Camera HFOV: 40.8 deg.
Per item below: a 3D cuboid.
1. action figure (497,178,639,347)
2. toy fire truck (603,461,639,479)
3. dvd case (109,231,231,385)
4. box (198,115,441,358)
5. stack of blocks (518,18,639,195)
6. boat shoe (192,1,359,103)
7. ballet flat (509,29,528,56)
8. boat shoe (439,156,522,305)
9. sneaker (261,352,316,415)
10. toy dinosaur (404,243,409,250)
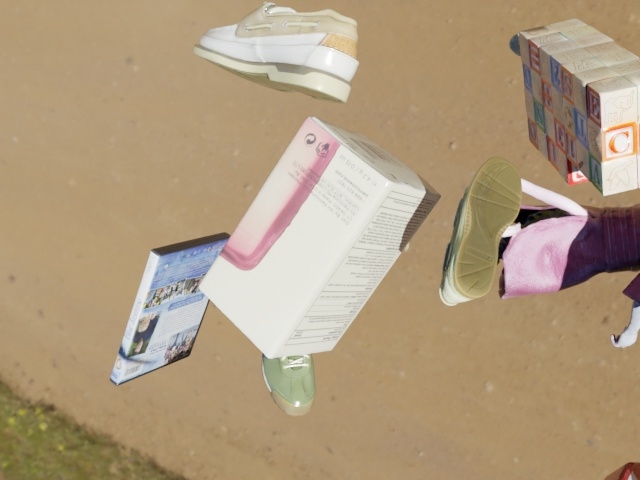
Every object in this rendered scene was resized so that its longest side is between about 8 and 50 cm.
[{"bbox_3d":[0.424,-0.014,1.252,0.370,0.248,0.276,-4,133,18],"label":"action figure"},{"bbox_3d":[0.379,0.341,0.814,0.169,0.254,0.302,-45,76,29],"label":"toy fire truck"},{"bbox_3d":[-0.243,0.109,1.406,0.022,0.180,0.253,33,115,23],"label":"dvd case"},{"bbox_3d":[0.000,0.000,0.953,0.127,0.148,0.232,41,106,24],"label":"box"},{"bbox_3d":[0.351,-0.164,1.118,0.087,0.297,0.171,-13,117,0],"label":"stack of blocks"},{"bbox_3d":[-0.057,-0.259,1.149,0.302,0.113,0.103,23,95,43],"label":"boat shoe"},{"bbox_3d":[0.404,-0.316,1.450,0.173,0.049,0.058,15,126,4],"label":"ballet flat"},{"bbox_3d":[0.148,-0.010,0.813,0.056,0.153,0.048,24,155,-14],"label":"boat shoe"},{"bbox_3d":[-0.044,0.122,1.107,0.086,0.064,0.192,100,162,-49],"label":"sneaker"},{"bbox_3d":[0.069,-0.022,1.165,0.064,0.118,0.268,-20,137,23],"label":"toy dinosaur"}]
